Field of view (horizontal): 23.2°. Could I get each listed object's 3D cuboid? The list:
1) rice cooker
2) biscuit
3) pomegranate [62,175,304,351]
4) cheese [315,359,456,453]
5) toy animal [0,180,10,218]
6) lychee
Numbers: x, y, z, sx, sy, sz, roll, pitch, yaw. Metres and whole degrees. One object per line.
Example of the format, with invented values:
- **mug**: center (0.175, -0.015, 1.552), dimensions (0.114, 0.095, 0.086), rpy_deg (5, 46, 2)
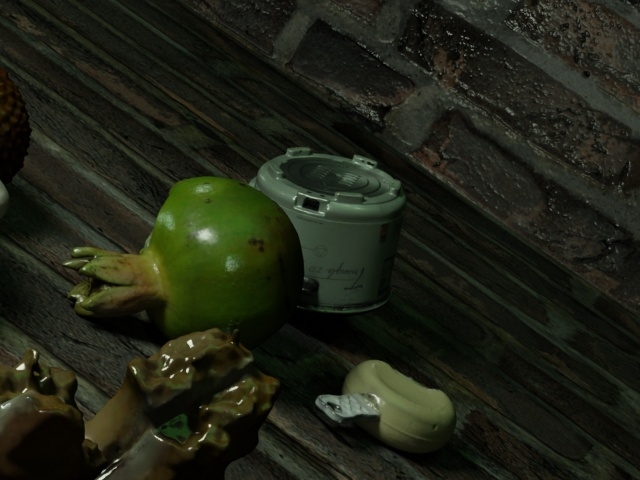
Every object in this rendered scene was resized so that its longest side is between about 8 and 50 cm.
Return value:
- **rice cooker**: center (0.000, 0.000, 2.317), dimensions (0.241, 0.227, 0.280), rpy_deg (14, 22, 9)
- **biscuit**: center (-0.206, 0.194, 1.282), dimensions (0.115, 0.268, 0.366), rpy_deg (47, 24, 24)
- **pomegranate**: center (-0.166, 0.041, 1.951), dimensions (0.301, 0.236, 0.236), rpy_deg (-12, 41, -35)
- **cheese**: center (0.092, 0.232, 2.076), dimensions (0.163, 0.071, 0.249), rpy_deg (34, 16, 10)
- **toy animal**: center (-0.448, -0.050, 1.685), dimensions (0.208, 0.154, 0.325), rpy_deg (28, 37, -11)
- **lychee**: center (-0.453, -0.142, 1.948), dimensions (0.200, 0.200, 0.238), rpy_deg (33, 9, 3)
